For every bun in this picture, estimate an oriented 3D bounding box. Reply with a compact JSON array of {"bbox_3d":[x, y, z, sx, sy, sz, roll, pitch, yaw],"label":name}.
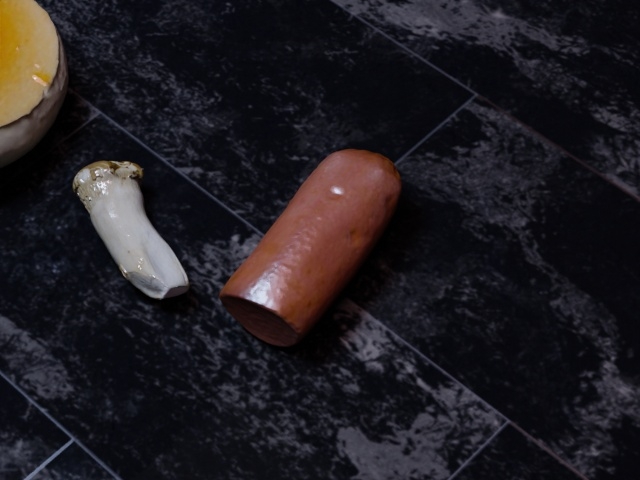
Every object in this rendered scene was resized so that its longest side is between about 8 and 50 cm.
[{"bbox_3d":[-0.458,-0.193,2.059,0.299,0.165,0.299,7,58,-11],"label":"bun"}]

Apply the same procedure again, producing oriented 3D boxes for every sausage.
[{"bbox_3d":[0.000,0.000,1.918,0.113,0.113,0.259,26,60,21],"label":"sausage"}]

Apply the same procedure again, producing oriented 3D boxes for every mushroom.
[{"bbox_3d":[-0.215,-0.009,1.966,0.084,0.071,0.209,-4,49,-37],"label":"mushroom"}]
